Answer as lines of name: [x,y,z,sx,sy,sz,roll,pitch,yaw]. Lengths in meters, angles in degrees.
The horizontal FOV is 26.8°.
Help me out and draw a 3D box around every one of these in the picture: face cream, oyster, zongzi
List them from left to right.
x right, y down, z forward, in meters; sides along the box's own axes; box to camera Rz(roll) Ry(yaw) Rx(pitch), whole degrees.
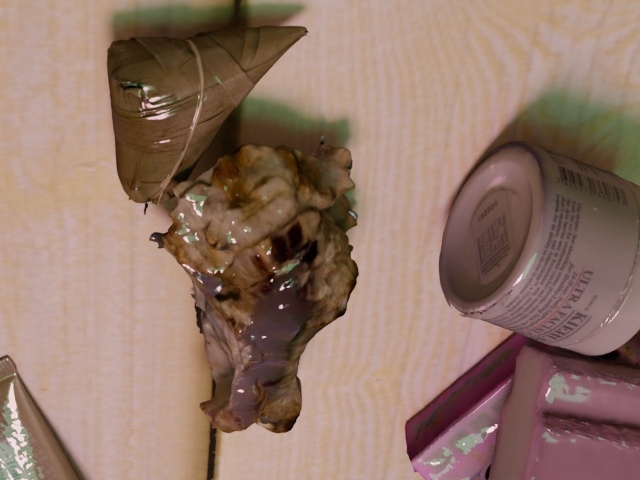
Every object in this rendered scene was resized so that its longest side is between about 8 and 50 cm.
face cream: [-0.313,0.277,1.459,0.137,0.084,0.341,-24,121,5]
zongzi: [-0.096,-0.104,1.199,0.178,0.081,0.189,-13,136,-15]
oyster: [-0.068,0.056,1.281,0.198,0.133,0.337,3,130,-13]
face cream: [0.219,0.008,1.282,0.153,0.177,0.177,18,123,-23]

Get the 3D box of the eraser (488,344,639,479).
eraser: [0.357,0.272,1.375,0.359,0.122,0.272,12,92,-10]

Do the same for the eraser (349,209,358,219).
eraser: [0.000,0.000,1.332,0.027,0.019,0.099,32,117,-16]

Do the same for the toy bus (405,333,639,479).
toy bus: [0.221,0.178,1.479,0.112,0.090,0.274,37,112,-24]
